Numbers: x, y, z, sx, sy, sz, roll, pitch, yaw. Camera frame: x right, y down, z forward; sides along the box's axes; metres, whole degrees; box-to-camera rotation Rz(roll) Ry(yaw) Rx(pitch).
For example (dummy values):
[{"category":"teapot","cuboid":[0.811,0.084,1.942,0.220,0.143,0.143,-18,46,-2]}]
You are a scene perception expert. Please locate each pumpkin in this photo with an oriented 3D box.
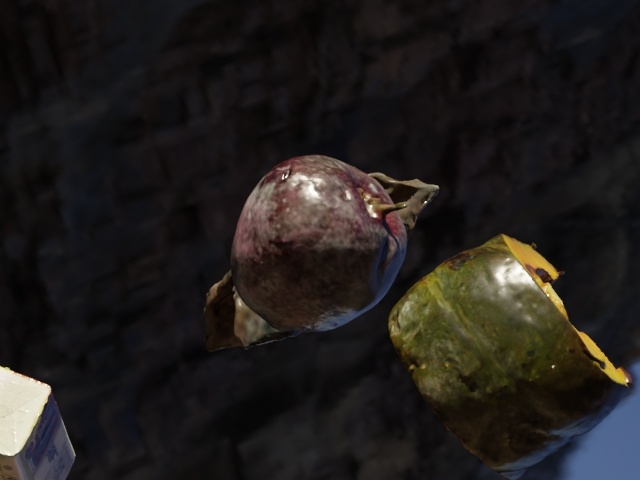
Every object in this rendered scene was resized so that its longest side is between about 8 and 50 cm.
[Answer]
[{"category":"pumpkin","cuboid":[0.177,0.103,1.637,0.190,0.139,0.280,52,13,17]}]

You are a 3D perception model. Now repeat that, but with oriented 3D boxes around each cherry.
[{"category":"cherry","cuboid":[-0.007,0.008,1.936,0.195,0.195,0.195,55,-22,35]}]

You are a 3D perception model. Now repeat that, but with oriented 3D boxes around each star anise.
[{"category":"star anise","cuboid":[-0.011,0.020,2.186,0.117,0.331,0.331,53,-18,-2]}]

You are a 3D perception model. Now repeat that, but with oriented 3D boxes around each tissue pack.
[{"category":"tissue pack","cuboid":[-0.321,0.202,1.898,0.106,0.099,0.149,17,-31,13]}]
